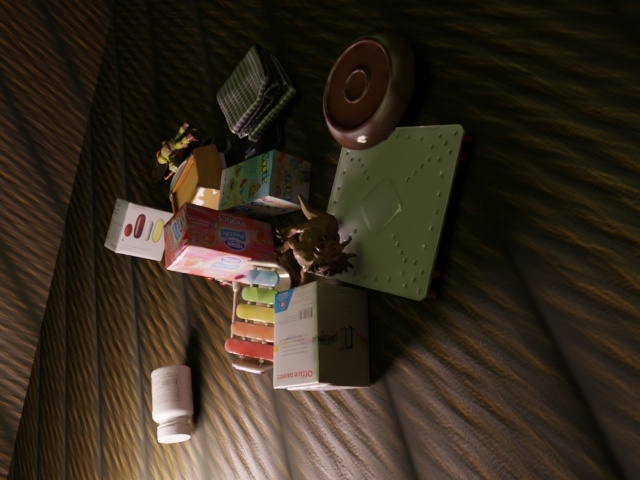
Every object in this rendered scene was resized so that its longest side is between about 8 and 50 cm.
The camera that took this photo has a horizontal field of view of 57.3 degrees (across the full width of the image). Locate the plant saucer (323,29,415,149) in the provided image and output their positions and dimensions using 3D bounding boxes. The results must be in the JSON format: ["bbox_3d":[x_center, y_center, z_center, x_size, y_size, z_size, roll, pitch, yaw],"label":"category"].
[{"bbox_3d":[0.104,-0.385,1.478,0.311,0.050,0.310,-11,76,48],"label":"plant saucer"}]

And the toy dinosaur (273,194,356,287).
[{"bbox_3d":[0.000,0.000,1.447,0.200,0.127,0.295,-26,42,32],"label":"toy dinosaur"}]

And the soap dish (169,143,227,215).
[{"bbox_3d":[-0.432,-0.168,2.077,0.291,0.118,0.228,-50,45,39],"label":"soap dish"}]

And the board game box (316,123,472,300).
[{"bbox_3d":[0.160,-0.077,1.404,0.390,0.050,0.389,10,86,52],"label":"board game box"}]

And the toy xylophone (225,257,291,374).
[{"bbox_3d":[-0.187,0.213,1.667,0.236,0.081,0.322,-6,78,34],"label":"toy xylophone"}]

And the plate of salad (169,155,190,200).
[{"bbox_3d":[-0.533,-0.239,2.303,0.200,0.048,0.199,-32,44,38],"label":"plate of salad"}]

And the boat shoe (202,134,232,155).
[{"bbox_3d":[-0.406,-0.317,2.143,0.183,0.083,0.065,-43,49,34],"label":"boat shoe"}]

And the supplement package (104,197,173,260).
[{"bbox_3d":[-0.730,-0.044,2.360,0.149,0.194,0.203,16,92,51],"label":"supplement package"}]

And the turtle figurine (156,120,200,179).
[{"bbox_3d":[-0.590,-0.384,2.360,0.217,0.087,0.269,-40,39,18],"label":"turtle figurine"}]

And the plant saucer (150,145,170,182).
[{"bbox_3d":[-0.685,-0.326,2.531,0.168,0.029,0.168,-21,62,47],"label":"plant saucer"}]

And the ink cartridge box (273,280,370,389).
[{"bbox_3d":[0.002,0.236,1.400,0.171,0.168,0.232,-20,63,47],"label":"ink cartridge box"}]

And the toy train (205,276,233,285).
[{"bbox_3d":[-0.318,0.065,1.918,0.248,0.105,0.143,12,71,47],"label":"toy train"}]

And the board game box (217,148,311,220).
[{"bbox_3d":[-0.171,-0.158,1.758,0.275,0.142,0.144,-10,71,49],"label":"board game box"}]

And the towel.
[{"bbox_3d":[-0.222,-0.484,1.911,0.235,0.121,0.283,-46,41,21],"label":"towel"}]

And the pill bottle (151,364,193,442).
[{"bbox_3d":[-0.485,0.537,1.926,0.131,0.131,0.229,-37,52,38],"label":"pill bottle"}]

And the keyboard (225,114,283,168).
[{"bbox_3d":[-0.231,-0.322,1.976,0.317,0.033,0.201,-32,57,40],"label":"keyboard"}]

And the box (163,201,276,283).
[{"bbox_3d":[-0.293,0.015,1.724,0.142,0.300,0.154,-38,51,38],"label":"box"}]
